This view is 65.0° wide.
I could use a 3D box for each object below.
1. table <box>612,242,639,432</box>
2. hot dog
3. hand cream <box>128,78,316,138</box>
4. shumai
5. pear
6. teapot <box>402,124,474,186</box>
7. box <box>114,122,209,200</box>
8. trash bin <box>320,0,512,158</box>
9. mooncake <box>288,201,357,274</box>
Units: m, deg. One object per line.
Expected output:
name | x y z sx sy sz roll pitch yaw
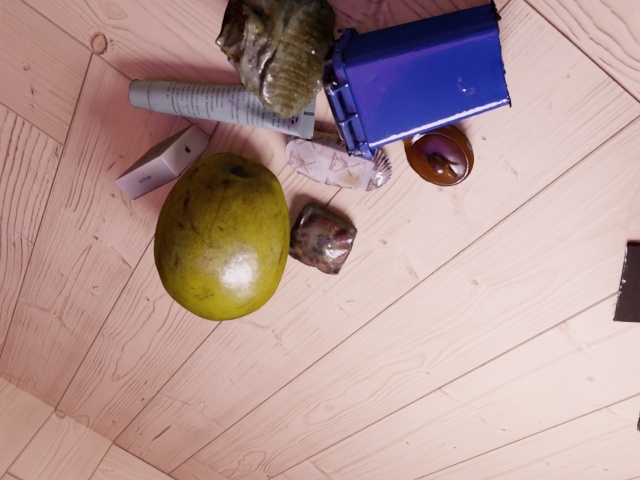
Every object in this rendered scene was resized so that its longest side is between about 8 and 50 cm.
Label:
table | 0.621 0.142 0.745 0.282 0.250 0.196 1 128 21
hot dog | 0.030 -0.137 0.866 0.192 0.053 0.099 14 132 5
hand cream | -0.169 -0.234 0.852 0.331 0.058 0.085 9 96 14
shumai | -0.078 -0.279 0.742 0.142 0.184 0.184 33 136 25
pear | -0.174 0.001 0.927 0.253 0.253 0.307 21 118 3
teapot | 0.182 -0.135 0.792 0.129 0.078 0.098 41 129 -14
box | -0.288 -0.144 0.922 0.130 0.129 0.051 -19 119 31
trash bin | 0.129 -0.220 0.685 0.235 0.184 0.162 -10 125 20
mooncake | 0.000 0.000 0.973 0.125 0.073 0.129 23 130 3
